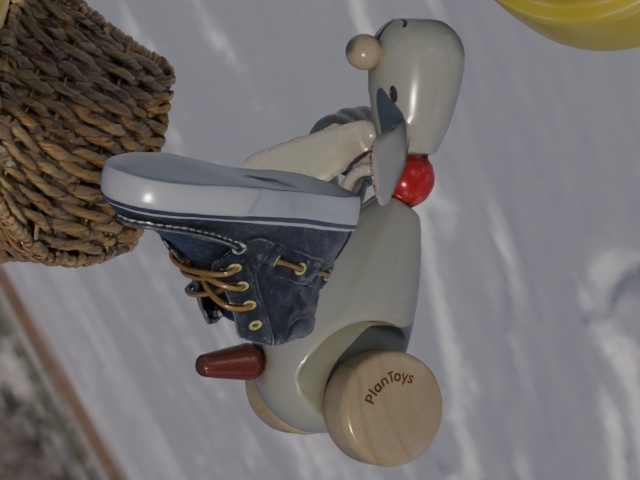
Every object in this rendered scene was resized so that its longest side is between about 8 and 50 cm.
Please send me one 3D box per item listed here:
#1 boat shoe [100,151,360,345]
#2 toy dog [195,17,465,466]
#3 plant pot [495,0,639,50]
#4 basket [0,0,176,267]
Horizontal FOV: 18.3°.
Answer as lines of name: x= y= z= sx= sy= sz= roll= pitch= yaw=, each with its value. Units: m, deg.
boat shoe: x=-0.045 y=0.008 z=0.963 sx=0.065 sy=0.083 sz=0.183 roll=21 pitch=-172 yaw=33
toy dog: x=0.000 y=0.000 z=1.429 sx=0.220 sy=0.161 sz=0.333 roll=-29 pitch=54 yaw=49
plant pot: x=0.195 y=-0.299 z=1.555 sx=0.239 sy=0.254 sz=0.254 roll=21 pitch=-147 yaw=-58
basket: x=-0.285 y=-0.094 z=1.611 sx=0.299 sy=0.223 sz=0.213 roll=31 pitch=-111 yaw=-68
